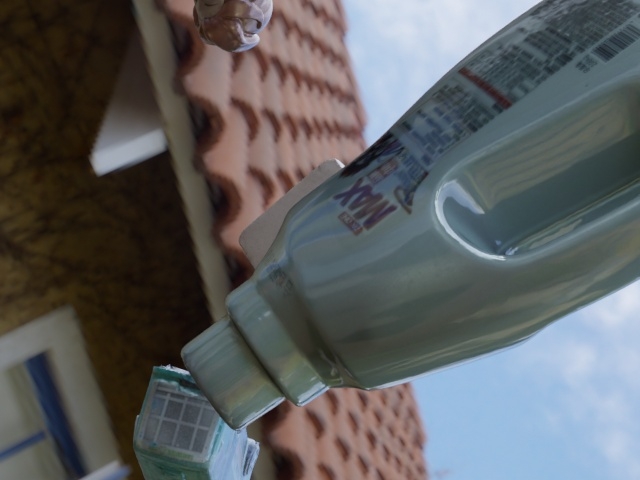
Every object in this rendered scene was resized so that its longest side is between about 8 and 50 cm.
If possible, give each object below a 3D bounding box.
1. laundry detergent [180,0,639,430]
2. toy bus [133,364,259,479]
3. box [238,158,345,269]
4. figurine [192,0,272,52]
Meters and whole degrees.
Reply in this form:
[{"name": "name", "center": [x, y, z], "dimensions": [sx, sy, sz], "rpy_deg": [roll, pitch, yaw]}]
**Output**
[{"name": "laundry detergent", "center": [0.096, -0.013, 0.883], "dimensions": [0.124, 0.398, 0.264], "rpy_deg": [56, 0, -29]}, {"name": "toy bus", "center": [-0.110, 0.190, 1.280], "dimensions": [0.091, 0.109, 0.261], "rpy_deg": [13, -26, 8]}, {"name": "box", "center": [0.000, 0.000, 1.114], "dimensions": [0.062, 0.122, 0.089], "rpy_deg": [43, 9, -45]}, {"name": "figurine", "center": [-0.084, -0.237, 1.183], "dimensions": [0.126, 0.114, 0.157], "rpy_deg": [-14, -59, 51]}]
